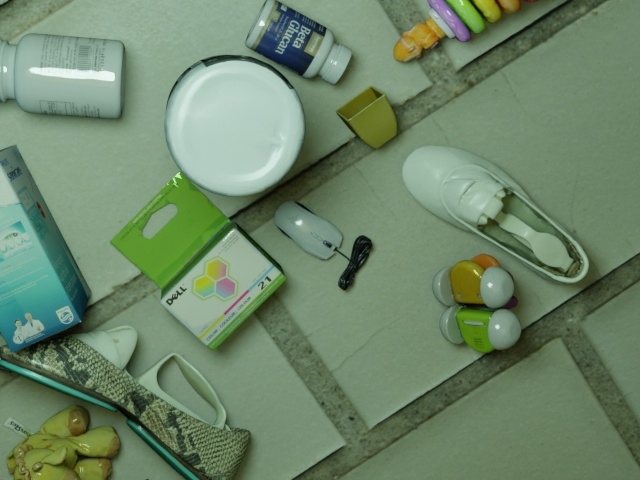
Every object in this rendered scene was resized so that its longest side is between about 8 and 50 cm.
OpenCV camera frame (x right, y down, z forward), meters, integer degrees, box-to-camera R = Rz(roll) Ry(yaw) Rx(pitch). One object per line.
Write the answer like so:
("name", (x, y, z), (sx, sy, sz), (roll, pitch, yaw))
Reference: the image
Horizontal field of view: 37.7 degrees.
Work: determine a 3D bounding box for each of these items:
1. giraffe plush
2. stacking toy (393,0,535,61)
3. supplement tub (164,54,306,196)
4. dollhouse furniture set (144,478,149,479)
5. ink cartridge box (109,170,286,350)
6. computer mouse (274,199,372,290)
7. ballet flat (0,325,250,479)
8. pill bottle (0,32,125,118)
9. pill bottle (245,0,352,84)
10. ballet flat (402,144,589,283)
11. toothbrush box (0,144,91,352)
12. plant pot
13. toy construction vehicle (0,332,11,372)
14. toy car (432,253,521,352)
("giraffe plush", (-0.467, 0.391, 1.638), (0.210, 0.170, 0.181), (21, 97, -12))
("stacking toy", (0.247, -0.411, 1.623), (0.302, 0.175, 0.165), (-41, 101, 12))
("supplement tub", (-0.143, -0.192, 1.493), (0.207, 0.338, 0.207), (-2, 101, -8))
("dollhouse furniture set", (-0.330, 0.514, 1.714), (0.091, 0.114, 0.081), (-32, 108, -4))
("ink cartridge box", (-0.218, 0.036, 1.648), (0.189, 0.097, 0.255), (-45, 105, 1))
("computer mouse", (0.000, 0.000, 1.703), (0.193, 0.042, 0.106), (34, 95, -13))
("ballet flat", (-0.324, 0.264, 1.663), (0.483, 0.164, 0.182), (38, 71, -19))
("pill bottle", (-0.440, -0.271, 1.538), (0.229, 0.131, 0.131), (3, 100, -9))
("pill bottle", (-0.035, -0.336, 1.607), (0.169, 0.094, 0.094), (26, 96, -13))
("ballet flat", (0.333, -0.046, 1.702), (0.400, 0.139, 0.139), (33, 94, -13))
("toothbrush box", (-0.503, 0.006, 1.538), (0.126, 0.216, 0.295), (-26, 102, -4))
("plant pot", (0.090, -0.211, 1.662), (0.081, 0.081, 0.083), (-36, 116, -1))
("toy construction vehicle", (-0.536, 0.192, 1.664), (0.098, 0.035, 0.085), (22, 85, -15))
("toy car", (0.305, 0.113, 1.735), (0.136, 0.159, 0.181), (-23, 106, -42))
